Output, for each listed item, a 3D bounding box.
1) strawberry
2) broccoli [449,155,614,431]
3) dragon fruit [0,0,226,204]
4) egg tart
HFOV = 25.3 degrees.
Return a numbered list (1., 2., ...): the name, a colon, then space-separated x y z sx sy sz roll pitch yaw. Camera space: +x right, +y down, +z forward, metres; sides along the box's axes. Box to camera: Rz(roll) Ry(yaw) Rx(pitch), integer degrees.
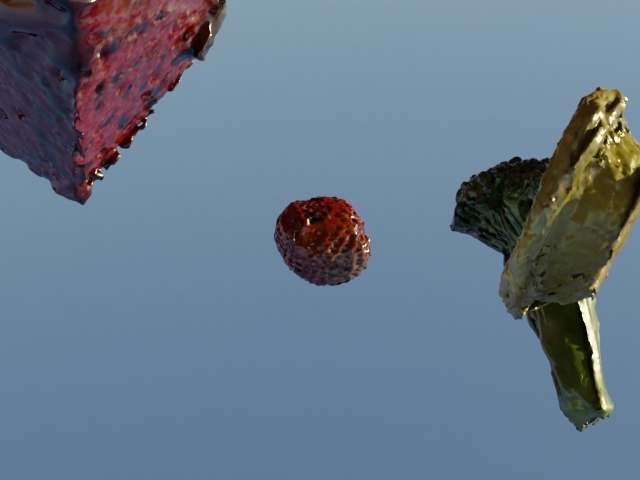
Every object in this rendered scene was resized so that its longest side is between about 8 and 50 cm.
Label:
1. strawberry: 0.000 0.000 1.260 0.083 0.096 0.083 -22 -129 30
2. broccoli: 0.242 0.054 1.525 0.145 0.304 0.165 -23 163 18
3. dragon fruit: -0.200 -0.161 1.166 0.302 0.240 0.330 -22 -179 -15
4. egg tart: 0.200 -0.019 1.085 0.074 0.191 0.191 27 -146 12
